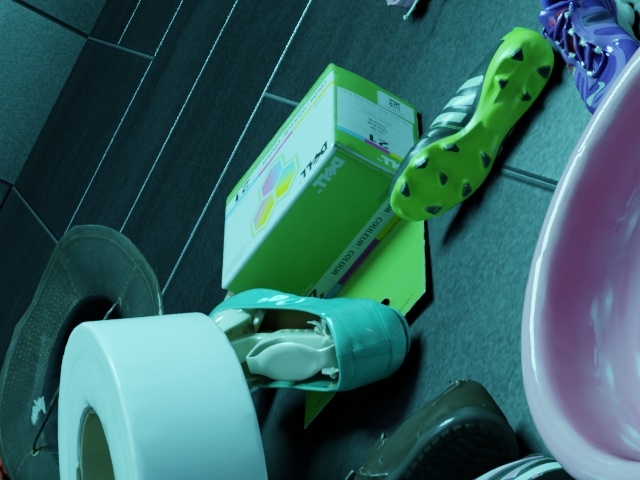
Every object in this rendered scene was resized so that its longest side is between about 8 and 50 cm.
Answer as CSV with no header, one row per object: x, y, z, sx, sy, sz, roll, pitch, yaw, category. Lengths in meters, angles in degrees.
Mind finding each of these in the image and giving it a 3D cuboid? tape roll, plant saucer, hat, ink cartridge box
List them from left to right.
-0.203,0.147,1.595,0.331,0.134,0.331,-22,61,49,hat
-0.130,0.199,1.227,0.286,0.100,0.286,175,90,-69,tape roll
0.000,0.000,1.330,0.189,0.097,0.255,-51,23,31,ink cartridge box
0.233,-0.011,0.793,0.332,0.084,0.332,-50,24,31,plant saucer

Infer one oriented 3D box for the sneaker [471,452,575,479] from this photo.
0.080,0.185,0.913,0.178,0.072,0.077,-27,9,1,sneaker

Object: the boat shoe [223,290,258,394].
-0.066,0.081,1.452,0.066,0.066,0.183,-47,16,49,boat shoe

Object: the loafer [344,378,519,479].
0.054,0.174,1.032,0.220,0.080,0.078,-46,16,28,loafer

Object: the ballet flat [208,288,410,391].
-0.039,0.082,1.247,0.247,0.087,0.083,-6,95,48,ballet flat

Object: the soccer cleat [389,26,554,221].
0.118,-0.090,1.218,0.179,0.060,0.072,-51,13,14,soccer cleat

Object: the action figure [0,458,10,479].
-0.317,0.365,1.698,0.091,0.139,0.280,-28,62,53,action figure

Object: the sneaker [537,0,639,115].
0.184,-0.132,1.076,0.068,0.071,0.170,-55,23,23,sneaker

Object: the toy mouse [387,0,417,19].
0.103,-0.257,1.484,0.161,0.031,0.143,-40,30,47,toy mouse
